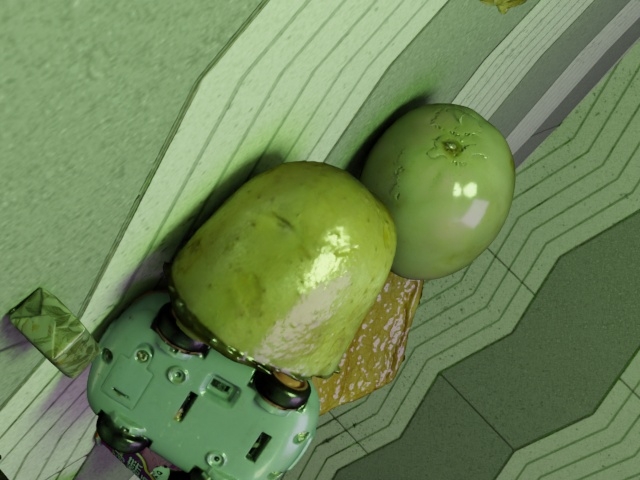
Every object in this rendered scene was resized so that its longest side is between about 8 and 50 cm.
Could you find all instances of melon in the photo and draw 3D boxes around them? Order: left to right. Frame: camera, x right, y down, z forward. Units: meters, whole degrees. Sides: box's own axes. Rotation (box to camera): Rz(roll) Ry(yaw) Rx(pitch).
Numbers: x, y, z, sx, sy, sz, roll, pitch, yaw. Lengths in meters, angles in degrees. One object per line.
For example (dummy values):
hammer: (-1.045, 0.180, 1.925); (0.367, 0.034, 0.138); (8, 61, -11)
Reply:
melon: (0.163, -0.067, 1.288); (0.223, 0.223, 0.317); (-40, 163, -22)

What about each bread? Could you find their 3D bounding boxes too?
bread: (0.023, 0.160, 1.636); (0.328, 0.148, 0.337); (-18, 130, -37)

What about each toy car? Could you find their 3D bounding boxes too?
toy car: (-0.129, 0.162, 1.057); (0.181, 0.270, 0.212); (-57, -173, 18)

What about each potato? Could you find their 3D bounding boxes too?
potato: (-0.023, 0.016, 0.973); (0.242, 0.242, 0.285); (-47, 154, 15)

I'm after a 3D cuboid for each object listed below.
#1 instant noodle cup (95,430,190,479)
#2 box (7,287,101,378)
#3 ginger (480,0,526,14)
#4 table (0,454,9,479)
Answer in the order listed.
instant noodle cup: (-0.209, 0.312, 1.429); (0.251, 0.190, 0.251); (-42, 169, -11)
box: (-0.241, 0.086, 0.808); (0.045, 0.062, 0.098); (-45, 168, -18)
ginger: (0.221, -0.305, 0.988); (0.294, 0.086, 0.131); (-13, 126, -78)
table: (-0.368, 0.390, 0.898); (0.196, 0.282, 0.250); (-42, 168, -7)
